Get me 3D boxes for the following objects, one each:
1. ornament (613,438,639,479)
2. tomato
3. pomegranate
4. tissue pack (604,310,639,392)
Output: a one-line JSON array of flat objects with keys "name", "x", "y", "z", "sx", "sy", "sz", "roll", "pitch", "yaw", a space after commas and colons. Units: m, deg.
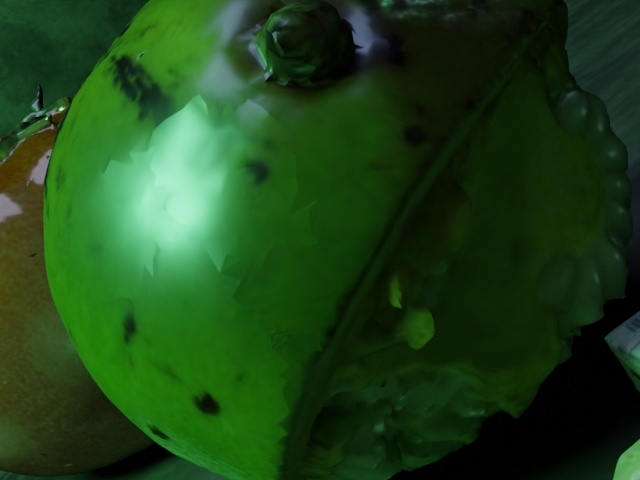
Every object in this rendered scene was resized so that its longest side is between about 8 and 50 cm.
[{"name": "ornament", "x": 0.120, "y": 0.113, "z": 0.300, "sx": 0.180, "sy": 0.059, "sz": 0.201, "roll": -38, "pitch": 17, "yaw": -3}, {"name": "tomato", "x": -0.165, "y": 0.030, "z": 0.838, "sx": 0.256, "sy": 0.224, "sz": 0.256, "roll": -36, "pitch": 13, "yaw": 10}, {"name": "pomegranate", "x": 0.000, "y": 0.000, "z": 0.598, "sx": 0.260, "sy": 0.260, "sz": 0.340, "roll": -42, "pitch": -13, "yaw": -27}, {"name": "tissue pack", "x": 0.159, "y": 0.034, "z": 0.483, "sx": 0.083, "sy": 0.042, "sz": 0.062, "roll": -35, "pitch": 13, "yaw": -3}]
